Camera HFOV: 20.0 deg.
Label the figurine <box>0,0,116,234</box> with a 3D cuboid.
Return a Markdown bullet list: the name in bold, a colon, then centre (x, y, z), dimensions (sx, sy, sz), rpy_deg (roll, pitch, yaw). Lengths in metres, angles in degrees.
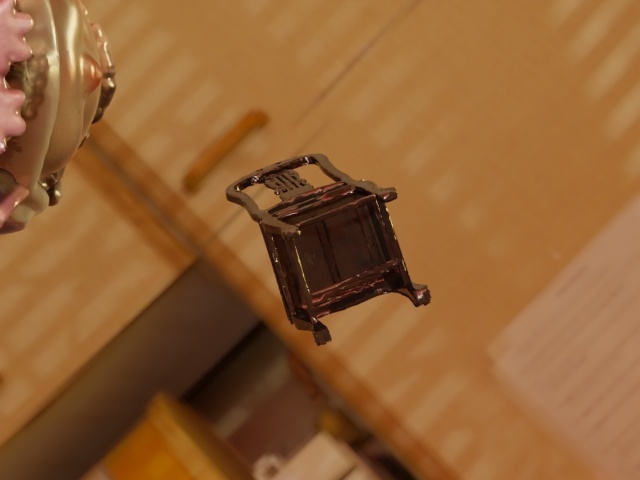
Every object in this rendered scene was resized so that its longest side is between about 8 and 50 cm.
- **figurine**: centre (-0.270, -0.135, 1.344), dimensions (0.361, 0.211, 0.253), rpy_deg (-68, -4, -86)

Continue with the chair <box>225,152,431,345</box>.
- **chair**: centre (0.000, 0.000, 1.577), dimensions (0.106, 0.113, 0.229), rpy_deg (-20, 13, -11)
